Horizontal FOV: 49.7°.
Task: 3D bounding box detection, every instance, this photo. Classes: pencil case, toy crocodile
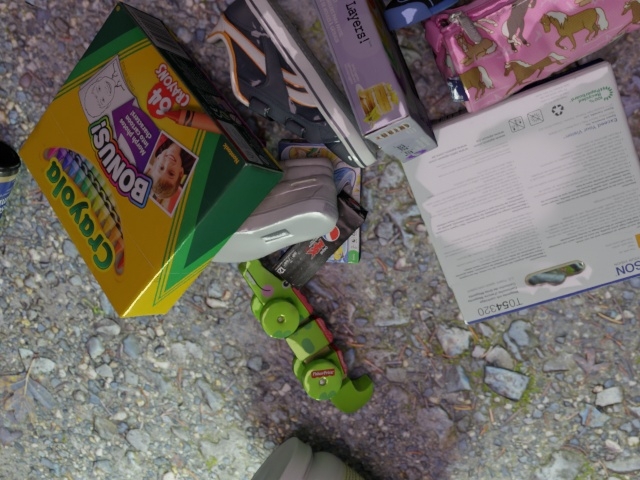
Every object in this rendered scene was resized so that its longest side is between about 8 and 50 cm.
[{"bbox_3d":[0.336,-0.320,0.928,0.386,0.167,0.160,-24,104,16],"label":"pencil case"},{"bbox_3d":[-0.029,0.159,1.184,0.105,0.115,0.340,-35,101,-8],"label":"toy crocodile"}]

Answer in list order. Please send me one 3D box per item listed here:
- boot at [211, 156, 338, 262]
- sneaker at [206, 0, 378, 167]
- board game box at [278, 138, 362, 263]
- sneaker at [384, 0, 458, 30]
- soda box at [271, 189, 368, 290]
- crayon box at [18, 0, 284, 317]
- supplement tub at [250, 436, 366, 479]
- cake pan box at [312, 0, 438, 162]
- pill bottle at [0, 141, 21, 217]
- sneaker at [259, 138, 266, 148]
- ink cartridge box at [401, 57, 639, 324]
[{"bbox_3d":[-0.090,-0.051,1.093,0.258,0.123,0.095,-13,143,20],"label":"boot"},{"bbox_3d":[-0.045,-0.223,1.053,0.127,0.126,0.321,-36,87,14],"label":"sneaker"},{"bbox_3d":[0.000,-0.065,1.143,0.136,0.035,0.201,2,108,9],"label":"board game box"},{"bbox_3d":[0.166,-0.364,0.904,0.232,0.081,0.090,-36,112,-14],"label":"sneaker"},{"bbox_3d":[0.000,0.000,1.117,0.060,0.053,0.169,42,111,-6],"label":"soda box"},{"bbox_3d":[-0.274,-0.120,1.058,0.313,0.106,0.363,-47,66,19],"label":"crayon box"},{"bbox_3d":[0.020,0.529,1.230,0.325,0.235,0.235,40,110,-4],"label":"supplement tub"},{"bbox_3d":[0.073,-0.239,0.928,0.070,0.267,0.245,-19,82,16],"label":"cake pan box"},{"bbox_3d":[-0.619,-0.068,1.209,0.123,0.123,0.219,30,111,-1],"label":"pill bottle"},{"bbox_3d":[-0.202,-0.097,1.143,0.111,0.103,0.252,40,104,0],"label":"sneaker"},{"bbox_3d":[0.322,-0.065,1.068,0.324,0.071,0.330,-19,107,16],"label":"ink cartridge box"}]
